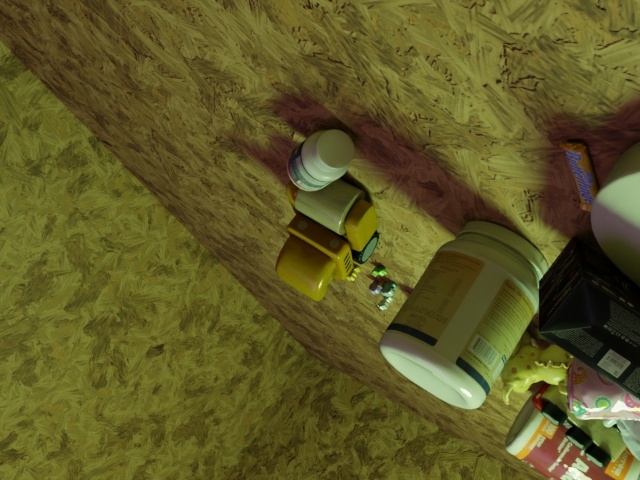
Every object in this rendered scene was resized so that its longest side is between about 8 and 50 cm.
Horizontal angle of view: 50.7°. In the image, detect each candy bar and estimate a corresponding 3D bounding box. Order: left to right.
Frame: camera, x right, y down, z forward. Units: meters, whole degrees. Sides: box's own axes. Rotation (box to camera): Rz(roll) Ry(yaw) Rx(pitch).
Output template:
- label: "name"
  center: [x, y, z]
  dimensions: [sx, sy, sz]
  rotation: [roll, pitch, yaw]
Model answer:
- label: "candy bar"
  center: [0.390, -0.093, 1.001]
  dimensions: [0.040, 0.018, 0.161]
  rotation: [20, 159, 43]

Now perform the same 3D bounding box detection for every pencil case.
- label: "pencil case"
  center: [0.568, 0.263, 1.146]
  dimensions: [0.284, 0.124, 0.124]
  rotation: [5, 153, 20]

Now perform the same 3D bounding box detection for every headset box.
- label: "headset box"
  center: [0.467, 0.118, 1.071]
  dimensions: [0.218, 0.110, 0.293]
  rotation: [34, -159, 8]

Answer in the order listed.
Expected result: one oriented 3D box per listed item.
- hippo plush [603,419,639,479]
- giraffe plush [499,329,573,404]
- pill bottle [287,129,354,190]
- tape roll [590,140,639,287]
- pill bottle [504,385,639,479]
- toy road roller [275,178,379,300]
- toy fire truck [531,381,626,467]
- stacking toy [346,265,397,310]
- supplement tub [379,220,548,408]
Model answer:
- label: "hippo plush"
  center: [0.657, 0.312, 1.300]
  dimensions: [0.236, 0.234, 0.294]
  rotation: [11, -119, -68]
- label: "giraffe plush"
  center: [0.510, 0.283, 1.568]
  dimensions: [0.170, 0.210, 0.182]
  rotation: [-10, 97, 32]
- label: "pill bottle"
  center: [0.003, -0.170, 1.411]
  dimensions: [0.108, 0.108, 0.180]
  rotation: [39, 163, -11]
- label: "tape roll"
  center: [0.549, 0.010, 0.870]
  dimensions: [0.392, 0.072, 0.392]
  rotation: [34, 164, 11]
- label: "pill bottle"
  center: [0.737, 0.598, 1.871]
  dimensions: [0.392, 0.224, 0.224]
  rotation: [32, 164, 12]
- label: "toy road roller"
  center: [0.000, 0.000, 1.656]
  dimensions: [0.202, 0.241, 0.329]
  rotation: [30, 163, 19]
- label: "toy fire truck"
  center: [0.627, 0.418, 1.674]
  dimensions: [0.217, 0.158, 0.246]
  rotation: [43, 171, 0]
- label: "stacking toy"
  center: [0.185, 0.146, 2.034]
  dimensions: [0.167, 0.052, 0.221]
  rotation: [41, 163, -18]
- label: "supplement tub"
  center: [0.287, 0.141, 1.329]
  dimensions: [0.228, 0.316, 0.228]
  rotation: [33, 164, 11]
